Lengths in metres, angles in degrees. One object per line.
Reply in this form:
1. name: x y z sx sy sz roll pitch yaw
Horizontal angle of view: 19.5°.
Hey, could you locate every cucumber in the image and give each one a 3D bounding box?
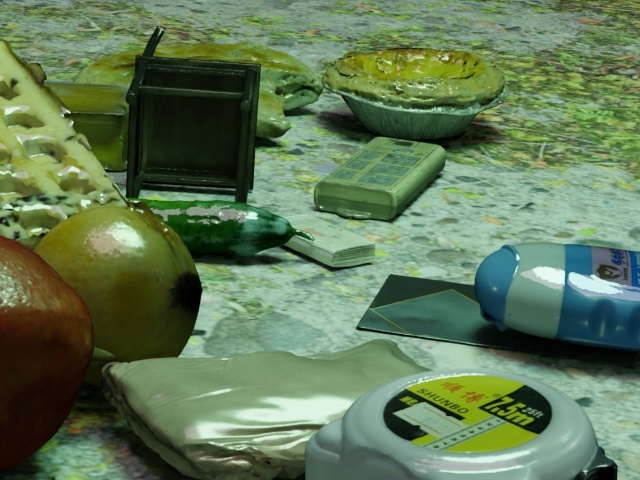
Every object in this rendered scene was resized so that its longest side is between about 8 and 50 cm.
1. cucumber: -0.130 -0.013 1.791 0.250 0.056 0.056 3 17 5

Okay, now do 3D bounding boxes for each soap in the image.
1. soap: -0.323 -0.136 2.102 0.233 0.076 0.135 5 19 1

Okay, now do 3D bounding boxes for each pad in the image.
1. pad: 0.165 0.069 1.680 0.243 0.004 0.163 8 18 10

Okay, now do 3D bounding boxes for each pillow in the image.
1. pillow: -0.008 0.123 1.370 0.270 0.067 0.173 -4 23 -25

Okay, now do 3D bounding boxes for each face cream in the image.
1. face cream: 0.264 0.051 1.614 0.264 0.083 0.149 7 15 2

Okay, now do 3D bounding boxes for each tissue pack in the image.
1. tissue pack: 0.000 0.000 1.827 0.056 0.023 0.108 -9 22 -37

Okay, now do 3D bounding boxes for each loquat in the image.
1. loquat: -0.164 0.046 1.448 0.137 0.163 0.163 28 20 2

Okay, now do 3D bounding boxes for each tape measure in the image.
1. tape measure: 0.100 0.161 1.228 0.178 0.105 0.196 -17 25 -33

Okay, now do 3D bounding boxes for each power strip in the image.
1. power strip: 0.073 -0.074 2.061 0.092 0.034 0.268 9 18 16

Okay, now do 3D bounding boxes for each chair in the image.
1. chair: -0.138 -0.120 1.980 0.141 0.154 0.260 4 20 -1

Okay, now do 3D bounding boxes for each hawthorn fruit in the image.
1. hawthorn fruit: -0.241 0.077 1.288 0.251 0.189 0.189 -1 17 -36

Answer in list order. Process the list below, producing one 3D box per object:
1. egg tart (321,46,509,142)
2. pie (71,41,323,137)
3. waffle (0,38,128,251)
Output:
1. egg tart: 0.116 -0.179 2.309 0.234 0.094 0.234 2 20 -1
2. pie: -0.161 -0.189 2.304 0.338 0.075 0.337 3 18 -1
3. waffle: -0.336 -0.056 1.641 0.261 0.114 0.376 -3 34 -30
